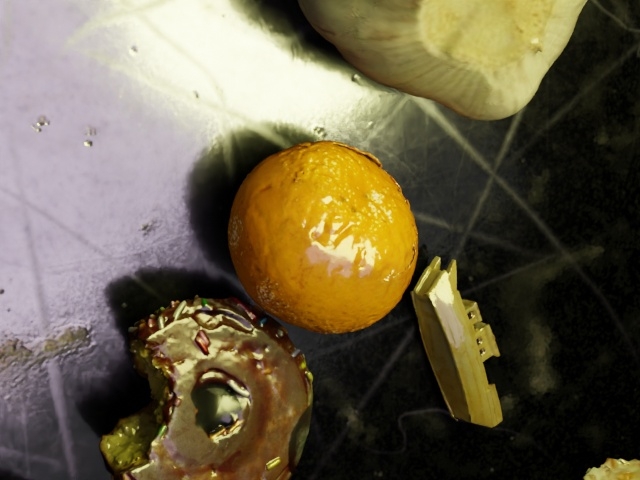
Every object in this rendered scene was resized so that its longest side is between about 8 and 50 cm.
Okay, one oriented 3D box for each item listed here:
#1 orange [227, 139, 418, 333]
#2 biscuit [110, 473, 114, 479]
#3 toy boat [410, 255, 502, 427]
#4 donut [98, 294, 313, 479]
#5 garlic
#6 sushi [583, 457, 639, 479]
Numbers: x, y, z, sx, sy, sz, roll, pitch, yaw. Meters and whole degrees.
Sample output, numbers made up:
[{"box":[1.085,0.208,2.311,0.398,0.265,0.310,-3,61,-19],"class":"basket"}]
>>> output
[{"box":[0.000,0.000,1.191,0.193,0.161,0.193,18,54,-27],"class":"orange"},{"box":[-0.127,0.313,1.268,0.236,0.040,0.144,30,77,-22],"class":"biscuit"},{"box":[0.160,0.115,1.344,0.072,0.064,0.206,-29,112,-28],"class":"toy boat"},{"box":[-0.116,0.167,1.216,0.216,0.096,0.230,-3,91,-31],"class":"donut"},{"box":[0.117,-0.273,1.132,0.317,0.259,0.317,-7,137,-6],"class":"garlic"},{"box":[0.399,0.449,1.460,0.417,0.176,0.417,-2,96,-22],"class":"sushi"}]
